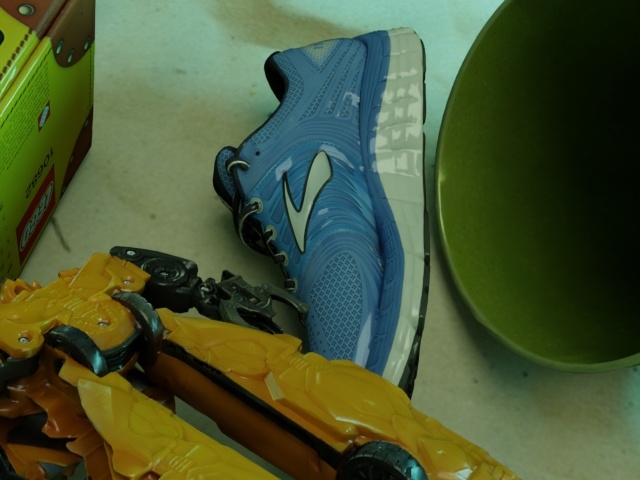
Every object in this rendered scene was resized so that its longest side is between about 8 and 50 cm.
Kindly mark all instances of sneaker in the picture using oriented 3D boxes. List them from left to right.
[{"bbox_3d":[0.000,0.000,0.586,0.147,0.130,0.330,0,61,3],"label":"sneaker"}]

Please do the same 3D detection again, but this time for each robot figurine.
[{"bbox_3d":[-0.057,0.102,0.414,0.291,0.085,0.211,27,33,22],"label":"robot figurine"}]

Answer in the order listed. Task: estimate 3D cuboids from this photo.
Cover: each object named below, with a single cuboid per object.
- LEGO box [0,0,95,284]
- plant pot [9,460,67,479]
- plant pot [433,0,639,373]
[{"bbox_3d":[-0.382,0.021,0.405,0.372,0.193,0.500,22,59,-3],"label":"LEGO box"},{"bbox_3d":[-0.179,0.153,0.457,0.081,0.083,0.082,-1,62,-16],"label":"plant pot"},{"bbox_3d":[0.282,-0.044,0.619,0.293,0.275,0.275,4,60,-32],"label":"plant pot"}]
